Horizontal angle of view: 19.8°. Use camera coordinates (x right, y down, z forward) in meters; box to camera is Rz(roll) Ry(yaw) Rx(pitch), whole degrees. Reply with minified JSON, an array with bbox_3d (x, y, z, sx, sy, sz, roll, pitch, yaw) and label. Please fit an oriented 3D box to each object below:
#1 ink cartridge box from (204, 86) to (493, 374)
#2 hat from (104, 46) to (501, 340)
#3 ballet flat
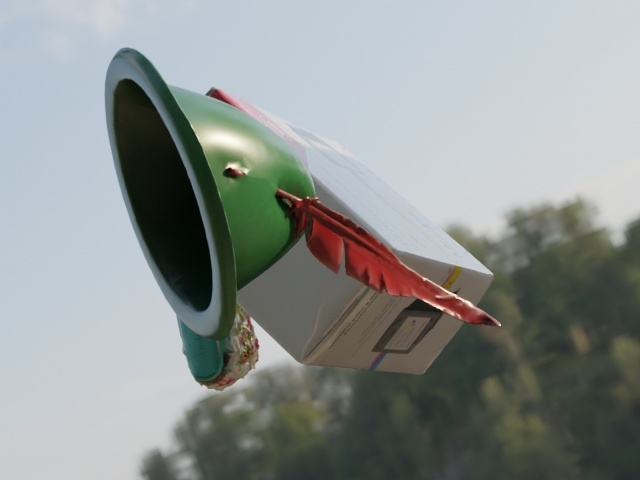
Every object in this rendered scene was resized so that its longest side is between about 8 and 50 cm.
[{"bbox_3d":[0.000,0.000,1.621,0.131,0.226,0.306,-52,-19,10],"label":"ink cartridge box"},{"bbox_3d":[-0.013,-0.043,1.109,0.183,0.173,0.208,-20,-48,-20],"label":"hat"},{"bbox_3d":[-0.111,0.030,1.839,0.091,0.241,0.077,-9,-3,38],"label":"ballet flat"}]
